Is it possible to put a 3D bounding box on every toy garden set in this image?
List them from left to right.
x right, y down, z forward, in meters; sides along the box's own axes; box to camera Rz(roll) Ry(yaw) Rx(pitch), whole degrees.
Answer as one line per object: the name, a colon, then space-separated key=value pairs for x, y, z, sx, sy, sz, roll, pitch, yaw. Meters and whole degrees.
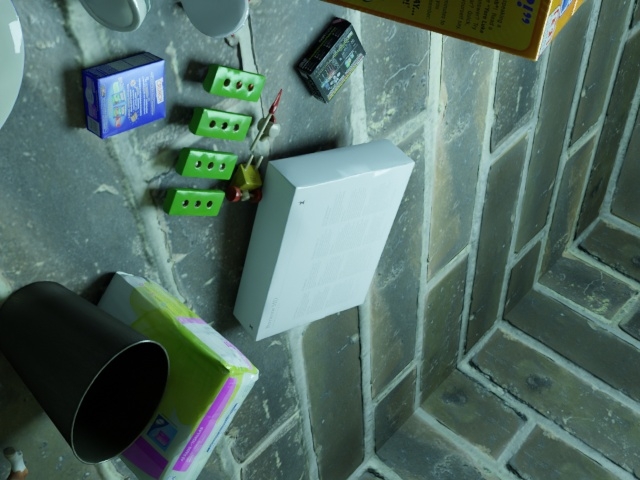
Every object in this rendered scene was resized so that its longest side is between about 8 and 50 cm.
toy garden set: x=-0.149 y=-0.159 z=1.262 sx=0.204 sy=0.049 sz=0.244 roll=-1 pitch=119 yaw=-53

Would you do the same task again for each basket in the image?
basket: x=-0.349 y=0.169 z=1.101 sx=0.154 sy=0.227 sz=0.204 roll=-11 pitch=126 yaw=-51

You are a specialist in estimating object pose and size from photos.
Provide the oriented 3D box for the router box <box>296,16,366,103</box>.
router box: x=0.021 y=-0.316 z=1.363 sx=0.122 sy=0.038 sz=0.092 roll=-52 pitch=149 yaw=-7

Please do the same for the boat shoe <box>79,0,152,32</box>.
boat shoe: x=-0.257 y=-0.384 z=0.850 sx=0.319 sy=0.116 sz=0.099 roll=75 pitch=32 yaw=-52

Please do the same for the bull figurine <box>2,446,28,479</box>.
bull figurine: x=-0.567 y=0.449 z=1.177 sx=0.310 sy=0.101 sz=0.188 roll=-20 pitch=132 yaw=-45

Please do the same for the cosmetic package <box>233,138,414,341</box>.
cosmetic package: x=0.000 y=0.000 z=1.506 sx=0.285 sy=0.097 sz=0.377 roll=-17 pitch=138 yaw=-38

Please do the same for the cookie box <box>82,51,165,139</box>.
cookie box: x=-0.265 y=-0.198 z=1.057 sx=0.107 sy=0.040 sz=0.091 roll=-29 pitch=140 yaw=-39

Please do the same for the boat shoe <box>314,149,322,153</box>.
boat shoe: x=0.001 y=-0.115 z=1.520 sx=0.049 sy=0.056 sz=0.152 roll=-36 pitch=142 yaw=-13

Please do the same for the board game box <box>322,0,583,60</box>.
board game box: x=0.222 y=-0.519 z=1.073 sx=0.356 sy=0.356 sz=0.356 roll=-47 pitch=152 yaw=-44

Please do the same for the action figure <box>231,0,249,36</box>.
action figure: x=-0.099 y=-0.424 z=1.022 sx=0.280 sy=0.092 sz=0.139 roll=-61 pitch=166 yaw=7

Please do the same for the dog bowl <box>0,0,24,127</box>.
dog bowl: x=-0.435 y=-0.186 z=0.759 sx=0.265 sy=0.104 sz=0.264 roll=-37 pitch=145 yaw=-31

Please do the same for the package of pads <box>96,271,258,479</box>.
package of pads: x=-0.259 y=0.207 z=1.198 sx=0.229 sy=0.297 sz=0.101 roll=-59 pitch=149 yaw=3

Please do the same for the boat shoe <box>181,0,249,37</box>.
boat shoe: x=-0.151 y=-0.404 z=0.946 sx=0.108 sy=0.102 sz=0.301 roll=-15 pitch=113 yaw=7
